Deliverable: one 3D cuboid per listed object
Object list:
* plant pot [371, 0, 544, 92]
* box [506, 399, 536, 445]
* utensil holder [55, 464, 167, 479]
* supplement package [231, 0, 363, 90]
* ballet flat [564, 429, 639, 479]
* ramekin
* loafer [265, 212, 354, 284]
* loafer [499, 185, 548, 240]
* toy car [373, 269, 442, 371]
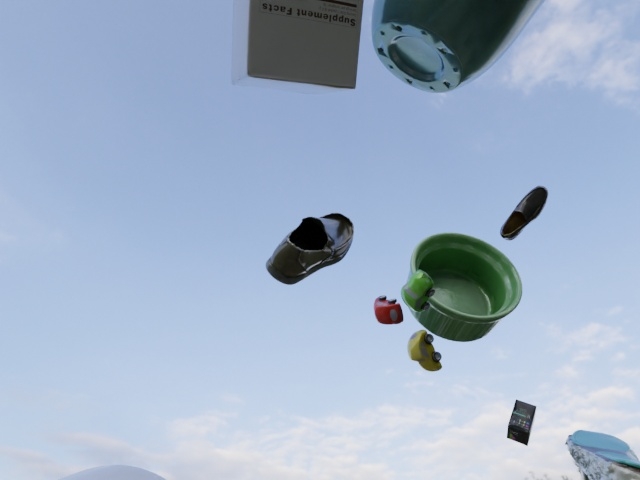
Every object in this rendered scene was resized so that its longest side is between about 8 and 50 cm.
[{"bbox_3d":[0.229,-0.418,0.827,0.293,0.293,0.235,36,-98,-32],"label":"plant pot"},{"bbox_3d":[0.510,0.461,1.154,0.052,0.083,0.062,11,-46,32],"label":"box"},{"bbox_3d":[-0.289,0.404,0.383,0.328,0.327,0.385,-11,-14,7],"label":"utensil holder"},{"bbox_3d":[-0.040,-0.392,0.718,0.175,0.177,0.293,0,-75,-20],"label":"supplement package"},{"bbox_3d":[0.626,0.514,1.000,0.147,0.147,0.409,-21,-20,17],"label":"ballet flat"},{"bbox_3d":[0.384,0.134,1.275,0.303,0.303,0.148,3,-44,-6],"label":"ramekin"},{"bbox_3d":[0.000,0.000,0.868,0.094,0.251,0.087,37,-53,12],"label":"loafer"},{"bbox_3d":[0.542,-0.071,1.210,0.170,0.062,0.061,-60,-24,16],"label":"loafer"},{"bbox_3d":[0.198,0.162,1.032,0.053,0.239,0.225,-18,-45,-27],"label":"toy car"}]
